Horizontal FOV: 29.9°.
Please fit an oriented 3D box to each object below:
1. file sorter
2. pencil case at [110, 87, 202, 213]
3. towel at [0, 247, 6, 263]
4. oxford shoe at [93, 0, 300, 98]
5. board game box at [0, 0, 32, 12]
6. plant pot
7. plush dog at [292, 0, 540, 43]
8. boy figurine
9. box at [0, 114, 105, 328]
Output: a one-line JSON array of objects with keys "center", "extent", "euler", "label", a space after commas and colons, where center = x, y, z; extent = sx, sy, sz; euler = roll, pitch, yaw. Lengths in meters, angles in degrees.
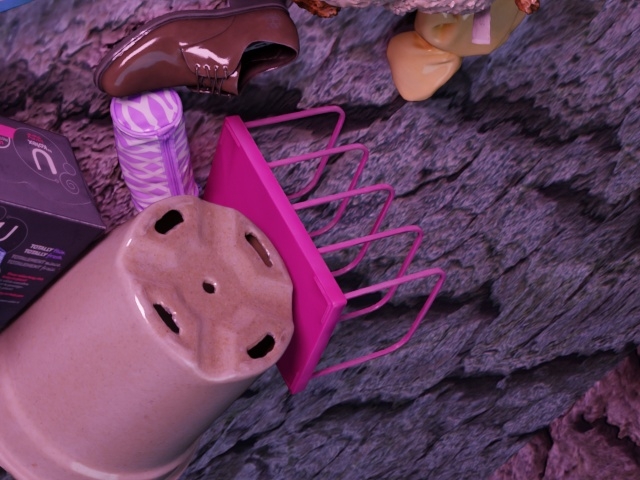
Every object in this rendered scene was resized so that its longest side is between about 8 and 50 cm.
[{"center": [0.000, 0.000, 1.507], "extent": [0.182, 0.290, 0.202], "euler": [-15, 149, -28], "label": "file sorter"}, {"center": [-0.189, -0.097, 1.390], "extent": [0.086, 0.088, 0.206], "euler": [-25, 151, -11], "label": "pencil case"}, {"center": [-0.477, 0.027, 1.195], "extent": [0.285, 0.034, 0.209], "euler": [26, 118, -9], "label": "towel"}, {"center": [-0.128, -0.193, 1.278], "extent": [0.227, 0.096, 0.083], "euler": [-20, 153, -10], "label": "oxford shoe"}, {"center": [-0.279, -0.252, 0.995], "extent": [0.210, 0.047, 0.160], "euler": [-30, 163, -37], "label": "board game box"}, {"center": [-0.203, 0.110, 1.400], "extent": [0.334, 0.333, 0.305], "euler": [0, 154, -41], "label": "plant pot"}, {"center": [0.081, -0.290, 1.180], "extent": [0.225, 0.210, 0.262], "euler": [-9, 147, -28], "label": "plush dog"}, {"center": [0.181, -0.280, 1.409], "extent": [0.177, 0.092, 0.285], "euler": [-2, 144, -39], "label": "boy figurine"}, {"center": [-0.396, 0.000, 1.309], "extent": [0.270, 0.143, 0.165], "euler": [-40, 149, 23], "label": "box"}]
